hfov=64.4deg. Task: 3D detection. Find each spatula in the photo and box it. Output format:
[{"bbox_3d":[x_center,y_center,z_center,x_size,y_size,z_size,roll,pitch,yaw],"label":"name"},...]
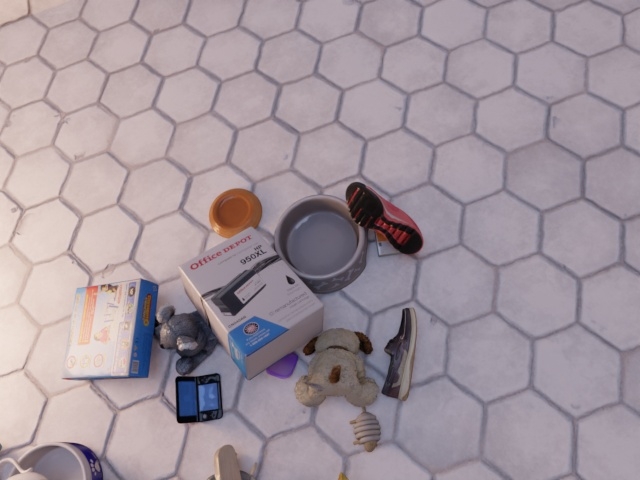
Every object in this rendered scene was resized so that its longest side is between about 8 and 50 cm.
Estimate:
[{"bbox_3d":[-0.085,0.307,1.667,0.084,0.030,0.297,18,72,13],"label":"spatula"}]

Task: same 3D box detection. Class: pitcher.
[{"bbox_3d":[-0.880,0.715,1.468,0.207,0.125,0.178,-12,52,15],"label":"pitcher"}]

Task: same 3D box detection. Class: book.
[{"bbox_3d":[0.236,-0.021,1.748,0.096,0.035,0.144,-7,69,0],"label":"book"}]

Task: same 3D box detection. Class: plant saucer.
[{"bbox_3d":[-0.313,-0.104,1.849,0.199,0.037,0.200,-2,70,6],"label":"plant saucer"}]

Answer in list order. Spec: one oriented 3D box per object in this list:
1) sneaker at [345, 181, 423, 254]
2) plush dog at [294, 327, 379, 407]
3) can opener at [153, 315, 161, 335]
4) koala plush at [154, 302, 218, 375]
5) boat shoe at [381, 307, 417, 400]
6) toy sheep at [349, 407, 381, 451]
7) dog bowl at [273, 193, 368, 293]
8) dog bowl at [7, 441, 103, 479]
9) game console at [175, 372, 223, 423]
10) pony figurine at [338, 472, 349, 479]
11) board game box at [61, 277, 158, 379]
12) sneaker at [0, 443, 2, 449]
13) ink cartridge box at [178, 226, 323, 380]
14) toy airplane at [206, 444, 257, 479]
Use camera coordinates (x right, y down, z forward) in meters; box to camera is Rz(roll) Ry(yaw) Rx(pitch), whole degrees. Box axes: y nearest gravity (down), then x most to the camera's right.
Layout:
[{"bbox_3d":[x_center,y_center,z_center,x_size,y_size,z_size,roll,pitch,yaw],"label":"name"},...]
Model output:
[{"bbox_3d":[0.212,-0.077,1.693,0.314,0.136,0.116,41,114,3],"label":"sneaker"},{"bbox_3d":[0.046,0.367,1.561,0.262,0.211,0.225,-2,43,5],"label":"plush dog"},{"bbox_3d":[-0.635,0.275,1.747,0.186,0.073,0.059,17,111,17],"label":"can opener"},{"bbox_3d":[-0.436,0.292,1.617,0.203,0.221,0.196,-36,69,-7],"label":"koala plush"},{"bbox_3d":[0.243,0.344,1.574,0.092,0.103,0.286,7,76,5],"label":"boat shoe"},{"bbox_3d":[0.136,0.561,1.516,0.091,0.091,0.132,-13,63,2],"label":"toy sheep"},{"bbox_3d":[0.000,0.000,1.734,0.348,0.102,0.349,-3,69,7],"label":"dog bowl"},{"bbox_3d":[-0.813,0.757,1.555,0.264,0.104,0.265,-3,69,7],"label":"dog bowl"},{"bbox_3d":[-0.383,0.496,1.606,0.124,0.085,0.144,-10,69,4],"label":"game console"},{"bbox_3d":[0.203,0.808,1.316,0.363,0.303,0.351,14,43,-3],"label":"pony figurine"},{"bbox_3d":[-0.688,0.297,1.667,0.301,0.086,0.309,-9,69,26],"label":"board game box"},{"bbox_3d":[-1.087,0.789,1.570,0.139,0.125,0.341,-5,71,1],"label":"sneaker"},{"bbox_3d":[-0.219,0.182,1.592,0.285,0.166,0.395,-30,57,-25],"label":"ink cartridge box"},{"bbox_3d":[-0.207,0.806,1.368,0.384,0.272,0.386,31,43,5],"label":"toy airplane"}]
